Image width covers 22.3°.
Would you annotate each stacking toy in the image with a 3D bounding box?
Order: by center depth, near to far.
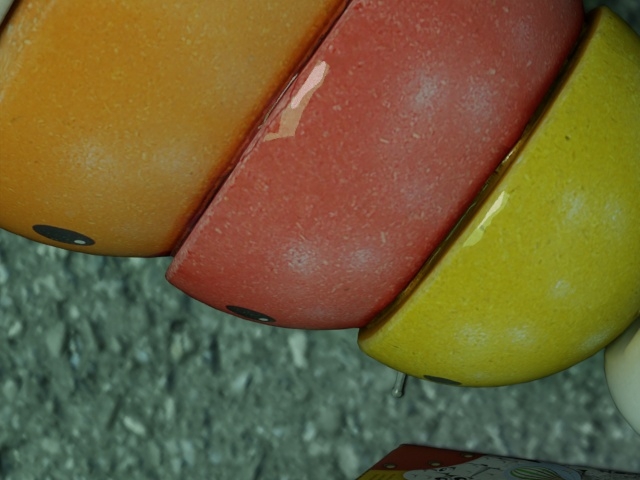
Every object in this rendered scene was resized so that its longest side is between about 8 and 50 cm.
[{"bbox_3d":[0.062,-0.042,0.804,0.480,0.350,0.351,36,113,-1],"label":"stacking toy"}]

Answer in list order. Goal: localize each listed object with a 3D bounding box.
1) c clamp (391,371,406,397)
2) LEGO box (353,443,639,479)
[{"bbox_3d":[0.000,0.000,0.962,0.160,0.022,0.137,27,109,18],"label":"c clamp"},{"bbox_3d":[0.109,0.265,0.691,0.372,0.500,0.193,4,101,24],"label":"LEGO box"}]
